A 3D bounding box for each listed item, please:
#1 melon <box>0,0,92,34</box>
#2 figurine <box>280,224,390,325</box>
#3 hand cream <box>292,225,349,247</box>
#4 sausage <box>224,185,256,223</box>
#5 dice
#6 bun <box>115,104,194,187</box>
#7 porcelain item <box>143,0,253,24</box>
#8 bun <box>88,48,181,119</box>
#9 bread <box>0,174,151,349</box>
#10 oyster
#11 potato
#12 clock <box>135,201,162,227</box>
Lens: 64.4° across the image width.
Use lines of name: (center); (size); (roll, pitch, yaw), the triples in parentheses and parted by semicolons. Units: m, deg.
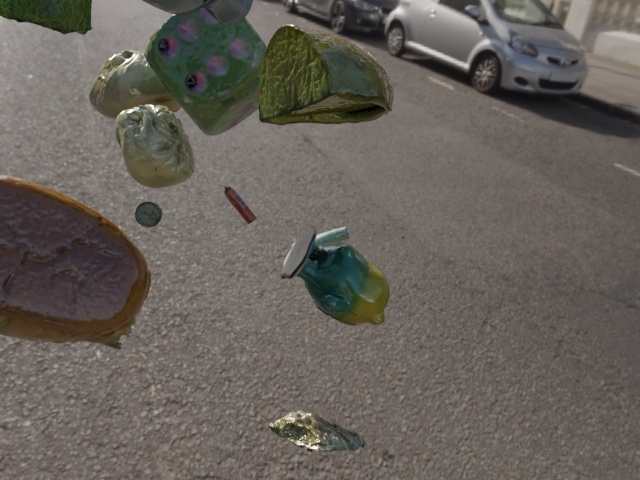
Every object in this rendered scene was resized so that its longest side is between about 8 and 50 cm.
melon: (-0.396, -0.389, 0.618); (0.265, 0.169, 0.129); (42, 34, 21)
figurine: (0.067, 0.120, 1.566); (0.340, 0.231, 0.323); (32, 32, -18)
hand cream: (0.000, 0.000, 1.799); (0.205, 0.049, 0.078); (-17, 27, 0)
sausage: (-0.238, -0.106, 1.476); (0.034, 0.129, 0.034); (-36, 13, 9)
dice: (-0.334, -0.546, 1.621); (0.322, 0.318, 0.330); (-38, 5, -3)
bun: (-0.403, -0.244, 1.267); (0.230, 0.145, 0.229); (32, 38, -29)
porcelain item: (-0.315, -0.590, 1.003); (0.179, 0.242, 0.405); (23, 12, 37)
bun: (-0.662, -0.572, 1.835); (0.362, 0.212, 0.361); (1, 37, -1)
bread: (-0.477, 0.032, 0.838); (0.389, 0.183, 0.235); (28, 49, -40)
oyster: (0.001, 0.444, 1.188); (0.209, 0.071, 0.133); (1, -4, 31)
potato: (0.038, -0.410, 1.267); (0.280, 0.212, 0.330); (-3, 3, -34)
clock: (-0.544, -0.083, 1.605); (0.085, 0.085, 0.017); (9, -4, 4)
